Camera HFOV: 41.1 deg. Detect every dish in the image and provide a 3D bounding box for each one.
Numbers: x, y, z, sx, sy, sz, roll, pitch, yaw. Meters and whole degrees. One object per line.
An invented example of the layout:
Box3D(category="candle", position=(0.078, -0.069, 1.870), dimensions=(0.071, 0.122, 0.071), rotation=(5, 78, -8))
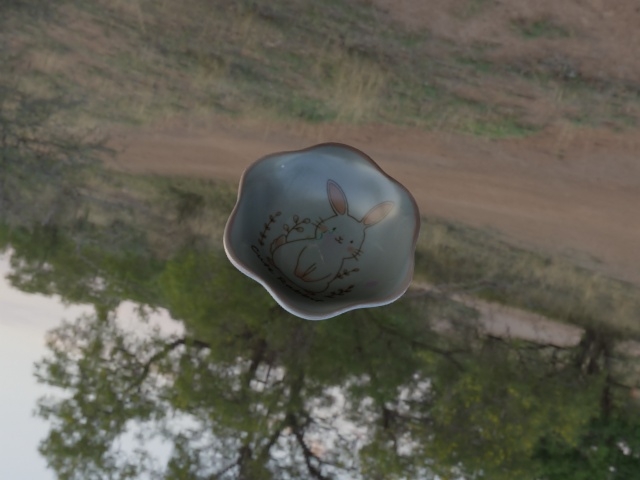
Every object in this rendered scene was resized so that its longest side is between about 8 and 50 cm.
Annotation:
Box3D(category="dish", position=(0.000, 0.000, 0.981), dimensions=(0.229, 0.229, 0.081), rotation=(16, 152, 0))
